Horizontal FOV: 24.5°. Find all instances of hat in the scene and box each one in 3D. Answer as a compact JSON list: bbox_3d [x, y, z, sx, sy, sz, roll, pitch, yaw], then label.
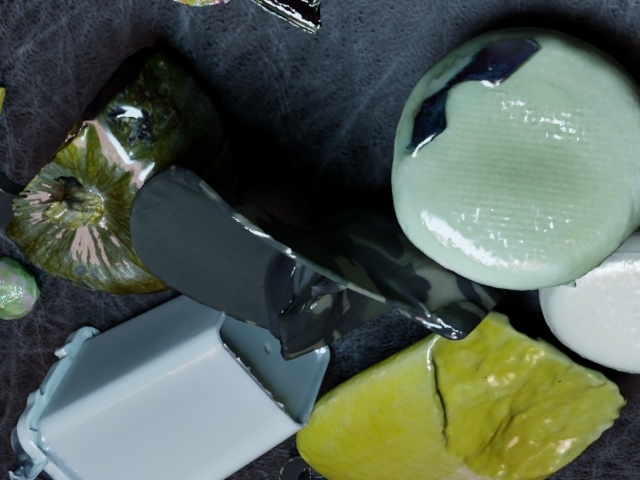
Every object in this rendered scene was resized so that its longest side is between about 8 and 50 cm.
[{"bbox_3d":[0.000,0.000,1.639,0.366,0.257,0.381,-10,127,50],"label":"hat"},{"bbox_3d":[-0.002,0.325,2.042,0.121,0.050,0.121,7,123,11],"label":"hat"}]

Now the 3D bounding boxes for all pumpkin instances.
[{"bbox_3d":[-0.217,-0.045,1.730,0.232,0.242,0.325,40,134,1],"label":"pumpkin"}]

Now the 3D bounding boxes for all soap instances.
[{"bbox_3d":[0.152,0.240,1.839,0.306,0.115,0.427,20,144,-22],"label":"soap"}]

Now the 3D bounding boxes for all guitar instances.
[{"bbox_3d":[-0.459,-0.083,1.935,0.233,0.025,0.088,38,131,-9],"label":"guitar"}]

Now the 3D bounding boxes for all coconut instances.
[{"bbox_3d":[-0.421,0.068,1.999,0.082,0.081,0.083,-1,117,7],"label":"coconut"}]

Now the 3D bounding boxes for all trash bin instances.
[{"bbox_3d":[-0.191,0.217,1.895,0.368,0.296,0.256,-30,109,29],"label":"trash bin"}]

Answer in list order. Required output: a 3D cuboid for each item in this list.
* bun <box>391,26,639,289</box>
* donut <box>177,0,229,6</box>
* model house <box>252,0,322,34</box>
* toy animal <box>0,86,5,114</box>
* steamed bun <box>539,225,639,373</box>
[{"bbox_3d":[0.216,-0.084,1.562,0.283,0.179,0.283,0,90,8],"label":"bun"},{"bbox_3d":[-0.163,-0.315,1.592,0.166,0.108,0.065,35,118,-2],"label":"donut"},{"bbox_3d":[-0.032,-0.328,1.528,0.165,0.106,0.152,29,132,-7],"label":"model house"},{"bbox_3d":[-0.477,-0.186,1.841,0.159,0.070,0.083,30,132,5],"label":"toy animal"},{"bbox_3d":[0.360,0.055,1.643,0.228,0.131,0.177,3,124,21],"label":"steamed bun"}]
